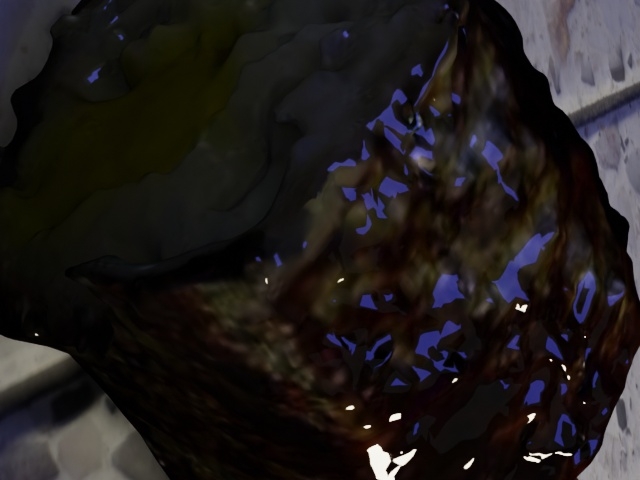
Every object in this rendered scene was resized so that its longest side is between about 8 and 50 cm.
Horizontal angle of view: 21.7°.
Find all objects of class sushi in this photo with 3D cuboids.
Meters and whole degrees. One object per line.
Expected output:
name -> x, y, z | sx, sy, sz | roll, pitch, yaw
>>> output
sushi -> 0.000, -0.001, 0.880 | 0.294, 0.281, 0.299 | 49, 48, -38

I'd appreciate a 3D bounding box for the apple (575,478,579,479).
apple -> 0.070, 0.220, 1.040 | 0.230, 0.230, 0.230 | 26, 60, -58
